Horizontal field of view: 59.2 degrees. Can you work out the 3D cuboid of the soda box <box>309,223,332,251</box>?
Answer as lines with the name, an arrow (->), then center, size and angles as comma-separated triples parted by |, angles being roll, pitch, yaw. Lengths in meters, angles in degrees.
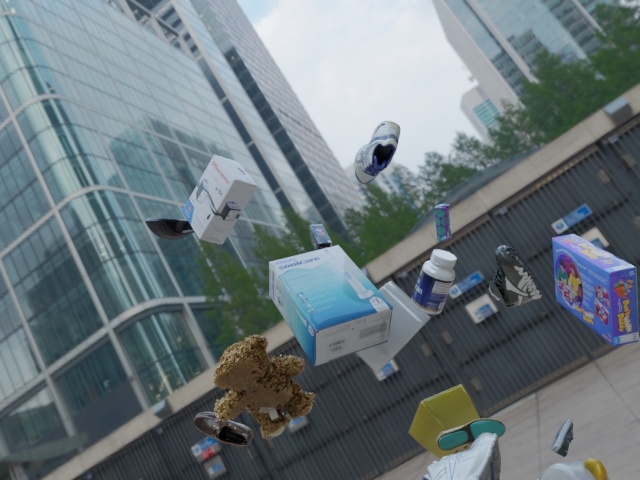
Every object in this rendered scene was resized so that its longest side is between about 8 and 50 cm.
soda box -> 0.000, 0.000, 2.072 | 0.053, 0.169, 0.060 | -5, -63, -10

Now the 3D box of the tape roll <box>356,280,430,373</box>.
tape roll -> 0.200, 0.270, 1.757 | 0.246, 0.169, 0.246 | -44, -14, -14

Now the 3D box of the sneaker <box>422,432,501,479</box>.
sneaker -> 0.279, 0.464, 1.123 | 0.129, 0.111, 0.297 | 0, 10, 33

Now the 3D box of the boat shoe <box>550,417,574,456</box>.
boat shoe -> 0.692, 0.558, 1.594 | 0.142, 0.040, 0.049 | -32, -29, -46

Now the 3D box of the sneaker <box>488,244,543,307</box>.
sneaker -> 0.424, 0.094, 1.271 | 0.106, 0.078, 0.234 | -34, -41, 14

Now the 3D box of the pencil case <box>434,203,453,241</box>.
pencil case -> 0.513, -0.074, 2.347 | 0.065, 0.151, 0.070 | -13, 14, -22

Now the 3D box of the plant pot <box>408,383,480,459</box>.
plant pot -> 0.497, 0.718, 2.162 | 0.212, 0.187, 0.212 | -13, -47, -27

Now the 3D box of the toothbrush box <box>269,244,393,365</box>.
toothbrush box -> 0.017, 0.157, 1.466 | 0.216, 0.295, 0.126 | -14, -51, -23

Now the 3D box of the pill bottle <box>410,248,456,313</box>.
pill bottle -> 0.323, 0.115, 1.589 | 0.094, 0.094, 0.169 | -12, -56, -50

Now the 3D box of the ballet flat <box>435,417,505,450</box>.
ballet flat -> 0.495, 0.639, 1.879 | 0.232, 0.080, 0.073 | -14, -5, 4

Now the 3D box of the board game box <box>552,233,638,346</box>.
board game box -> 0.839, 0.141, 1.739 | 0.078, 0.233, 0.347 | -12, 17, -1

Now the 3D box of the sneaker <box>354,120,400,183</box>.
sneaker -> 0.193, -0.293, 2.041 | 0.112, 0.131, 0.296 | 16, -40, -9

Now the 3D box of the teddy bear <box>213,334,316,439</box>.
teddy bear -> -0.146, 0.368, 1.417 | 0.338, 0.113, 0.245 | 36, -79, -34

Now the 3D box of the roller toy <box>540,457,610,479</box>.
roller toy -> 0.768, 0.757, 1.672 | 0.146, 0.209, 0.191 | 5, -20, -24

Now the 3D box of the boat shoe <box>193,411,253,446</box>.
boat shoe -> -0.322, 0.619, 1.843 | 0.073, 0.207, 0.073 | -32, -44, -83

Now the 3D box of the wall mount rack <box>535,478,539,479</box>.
wall mount rack -> 0.771, 0.956, 1.811 | 0.304, 0.350, 0.130 | -57, -10, -53

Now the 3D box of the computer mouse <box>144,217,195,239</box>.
computer mouse -> -0.375, -0.030, 1.648 | 0.184, 0.060, 0.262 | 2, 0, 20

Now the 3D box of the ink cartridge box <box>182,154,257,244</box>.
ink cartridge box -> -0.270, -0.109, 1.492 | 0.082, 0.139, 0.190 | 14, -65, -44
